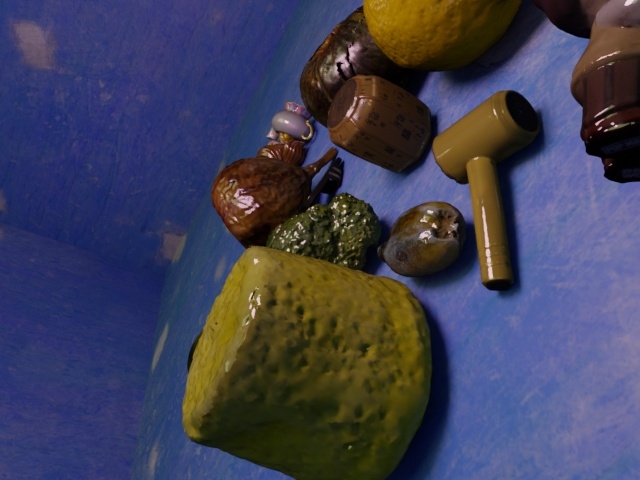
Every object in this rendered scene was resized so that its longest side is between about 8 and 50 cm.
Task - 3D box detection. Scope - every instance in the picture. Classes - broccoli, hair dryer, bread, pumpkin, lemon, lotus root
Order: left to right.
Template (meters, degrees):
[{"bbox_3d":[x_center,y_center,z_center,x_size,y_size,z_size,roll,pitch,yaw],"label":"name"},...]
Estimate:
[{"bbox_3d":[-0.033,0.194,0.753,0.348,0.308,0.348,-50,30,44],"label":"bread"},{"bbox_3d":[-0.006,0.027,1.034,0.254,0.186,0.302,-36,-3,-11],"label":"broccoli"},{"bbox_3d":[0.085,-0.391,1.118,0.320,0.192,0.320,-46,21,23],"label":"pumpkin"},{"bbox_3d":[0.155,0.004,0.786,0.192,0.088,0.113,147,137,-62],"label":"lotus root"},{"bbox_3d":[0.204,-0.419,0.840,0.253,0.254,0.310,-65,28,8],"label":"lemon"},{"bbox_3d":[0.242,-0.068,0.685,0.135,0.090,0.278,-34,47,50],"label":"hair dryer"}]

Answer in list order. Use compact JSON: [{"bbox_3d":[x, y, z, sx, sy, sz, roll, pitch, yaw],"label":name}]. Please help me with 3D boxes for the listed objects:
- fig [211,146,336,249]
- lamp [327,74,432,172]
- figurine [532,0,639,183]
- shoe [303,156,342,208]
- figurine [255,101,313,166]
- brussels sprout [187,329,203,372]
[{"bbox_3d":[-0.104,-0.144,1.323,0.368,0.286,0.286,-46,23,-4],"label":"fig"},{"bbox_3d":[0.114,-0.225,0.951,0.161,0.185,0.161,-48,30,40],"label":"lamp"},{"bbox_3d":[0.329,-0.255,0.490,0.206,0.218,0.364,-37,44,48],"label":"figurine"},{"bbox_3d":[0.020,-0.137,1.254,0.179,0.049,0.071,-57,1,-34],"label":"shoe"},{"bbox_3d":[-0.115,-0.308,1.594,0.190,0.142,0.263,19,87,44],"label":"figurine"},{"bbox_3d":[-0.206,0.280,1.208,0.219,0.210,0.271,-49,14,28],"label":"brussels sprout"}]
